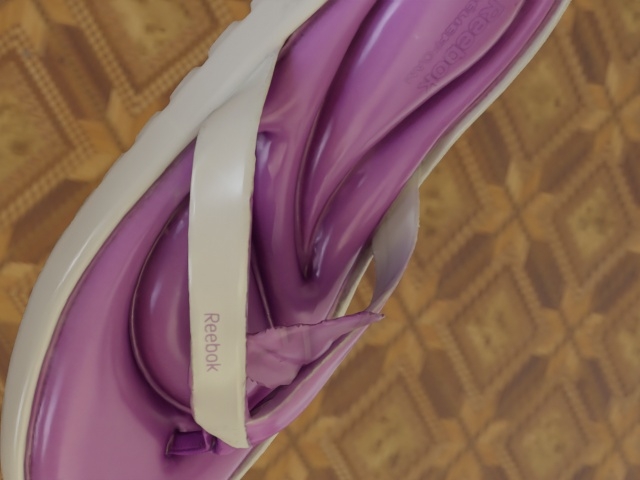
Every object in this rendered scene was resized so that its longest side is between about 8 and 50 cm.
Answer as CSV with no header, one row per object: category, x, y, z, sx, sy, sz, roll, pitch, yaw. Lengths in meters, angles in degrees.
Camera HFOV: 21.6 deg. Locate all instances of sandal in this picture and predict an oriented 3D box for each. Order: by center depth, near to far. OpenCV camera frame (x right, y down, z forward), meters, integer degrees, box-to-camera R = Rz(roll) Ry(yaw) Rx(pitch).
sandal,-0.011,-0.004,0.767,0.169,0.102,0.416,22,105,-40
